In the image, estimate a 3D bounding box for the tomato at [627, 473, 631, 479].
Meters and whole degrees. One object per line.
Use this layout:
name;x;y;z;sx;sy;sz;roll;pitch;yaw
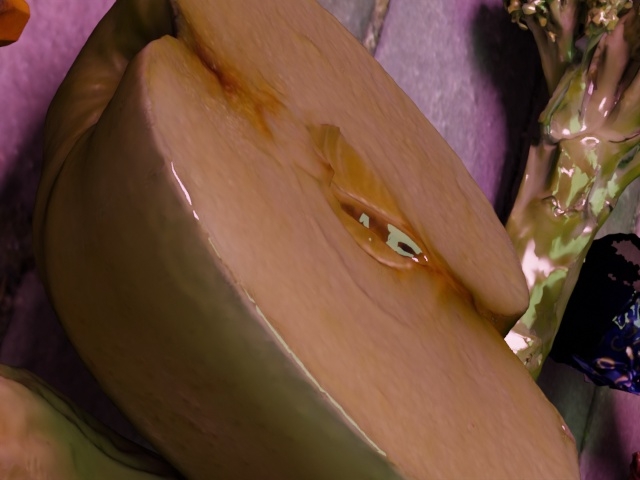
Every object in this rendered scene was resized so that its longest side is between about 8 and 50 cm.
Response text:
tomato;0.386;0.323;1.390;0.334;0.176;0.290;-15;68;-48

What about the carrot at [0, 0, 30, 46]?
carrot;-0.224;-0.137;0.744;0.170;0.042;0.042;19;76;-48

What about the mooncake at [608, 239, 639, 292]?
mooncake;0.210;0.136;1.147;0.150;0.347;0.057;36;26;-2

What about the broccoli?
broccoli;0.203;-0.069;1.171;0.361;0.221;0.252;-56;161;-30

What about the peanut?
peanut;-0.140;0.159;0.766;0.313;0.152;0.152;47;56;-38

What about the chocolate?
chocolate;0.350;0.137;1.293;0.343;0.148;0.126;38;72;-18

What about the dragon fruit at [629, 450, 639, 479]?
dragon fruit;0.299;0.234;1.154;0.161;0.126;0.274;-3;67;-40

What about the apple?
apple;0.000;0.000;0.810;0.360;0.320;0.312;40;72;-32
